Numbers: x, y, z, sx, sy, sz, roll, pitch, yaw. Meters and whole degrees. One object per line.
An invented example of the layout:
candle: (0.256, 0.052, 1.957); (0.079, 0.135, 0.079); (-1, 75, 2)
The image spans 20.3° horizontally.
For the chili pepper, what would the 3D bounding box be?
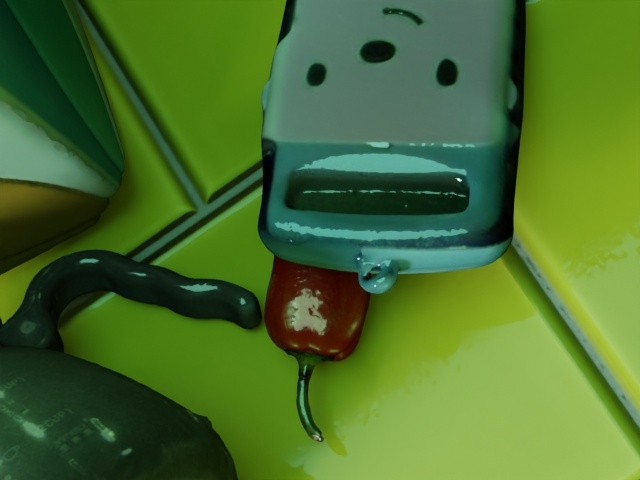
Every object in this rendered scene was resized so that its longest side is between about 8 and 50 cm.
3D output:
chili pepper: (0.000, 0.000, 1.195); (0.071, 0.063, 0.272); (1, 71, 4)

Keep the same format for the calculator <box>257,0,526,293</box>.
calculator: (0.048, -0.094, 1.176); (0.173, 0.051, 0.293); (2, 60, 9)

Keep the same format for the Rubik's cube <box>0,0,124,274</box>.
Rubik's cube: (-0.371, -0.141, 1.193); (0.352, 0.347, 0.351); (-23, 68, 9)

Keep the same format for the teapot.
teapot: (-0.197, 0.116, 1.141); (0.285, 0.223, 0.305); (32, 88, 30)
